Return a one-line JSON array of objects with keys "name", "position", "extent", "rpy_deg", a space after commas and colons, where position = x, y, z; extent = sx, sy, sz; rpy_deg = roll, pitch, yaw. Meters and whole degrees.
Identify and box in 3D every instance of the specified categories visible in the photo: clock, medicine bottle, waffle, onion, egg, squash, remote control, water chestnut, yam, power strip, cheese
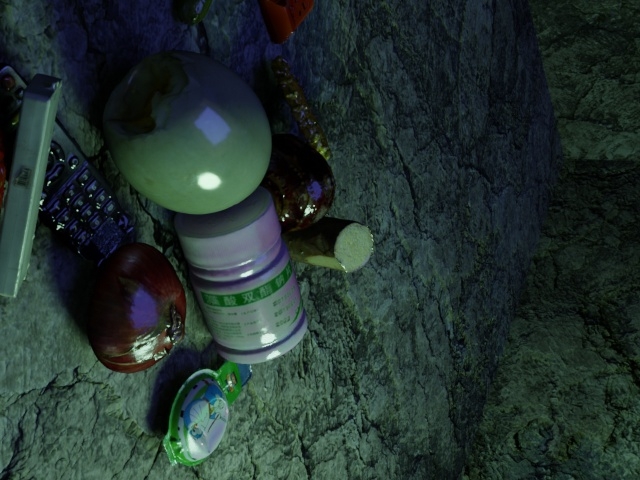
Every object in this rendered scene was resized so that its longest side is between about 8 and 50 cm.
[{"name": "clock", "position": [-0.069, -0.538, 2.178], "extent": [0.155, 0.061, 0.113], "rpy_deg": [-60, 142, -40]}, {"name": "medicine bottle", "position": [-0.160, 0.071, 1.968], "extent": [0.212, 0.212, 0.325], "rpy_deg": [-50, 137, -45]}, {"name": "waffle", "position": [-0.048, -0.305, 2.151], "extent": [0.228, 0.051, 0.231], "rpy_deg": [-108, 171, -46]}, {"name": "onion", "position": [-0.328, 0.126, 1.740], "extent": [0.248, 0.161, 0.248], "rpy_deg": [0, 90, -90]}, {"name": "egg", "position": [-0.229, -0.184, 1.737], "extent": [0.336, 0.278, 0.278], "rpy_deg": [45, 56, -53]}, {"name": "squash", "position": [-0.229, -0.534, 1.886], "extent": [0.069, 0.069, 0.239], "rpy_deg": [39, 62, -56]}, {"name": "remote control", "position": [-0.446, -0.118, 1.566], "extent": [0.144, 0.062, 0.399], "rpy_deg": [-53, 139, -22]}, {"name": "water chestnut", "position": [-0.068, -0.128, 2.087], "extent": [0.238, 0.224, 0.223], "rpy_deg": [-15, 108, -45]}, {"name": "yam", "position": [0.001, -0.001, 2.229], "extent": [0.128, 0.238, 0.129], "rpy_deg": [-29, 119, -38]}, {"name": "power strip", "position": [-0.449, -0.074, 1.447], "extent": [0.106, 0.043, 0.367], "rpy_deg": [-99, -156, -65]}, {"name": "cheese", "position": [-0.232, 0.344, 2.011], "extent": [0.320, 0.083, 0.204], "rpy_deg": [-47, 134, -46]}]

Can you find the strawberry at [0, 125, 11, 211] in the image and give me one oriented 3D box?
[{"name": "strawberry", "position": [-0.513, -0.097, 1.375], "extent": [0.175, 0.107, 0.236], "rpy_deg": [-43, 131, -19]}]
